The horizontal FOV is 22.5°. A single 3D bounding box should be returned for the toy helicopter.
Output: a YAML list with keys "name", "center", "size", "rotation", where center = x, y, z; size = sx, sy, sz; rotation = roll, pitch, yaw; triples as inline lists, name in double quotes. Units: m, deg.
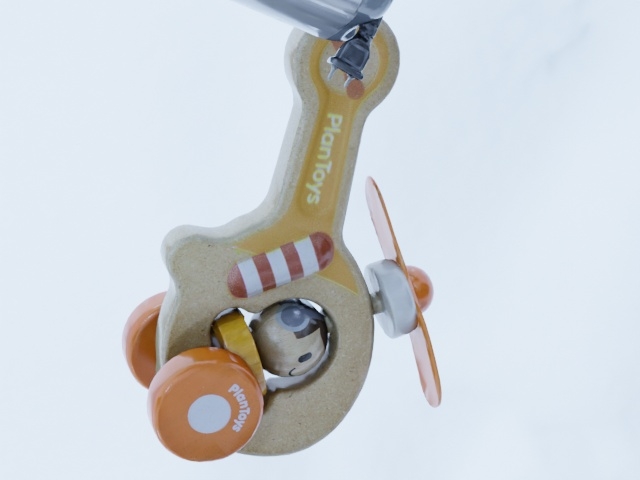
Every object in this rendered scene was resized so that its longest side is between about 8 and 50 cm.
- name: "toy helicopter"
  center: [0.000, 0.000, 1.202]
  size: [0.140, 0.235, 0.355]
  rotation: [-129, 50, -64]

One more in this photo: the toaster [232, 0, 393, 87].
- name: "toaster"
  center: [-0.018, -0.206, 0.841]
  size: [0.146, 0.227, 0.129]
  rotation: [18, 173, -11]
